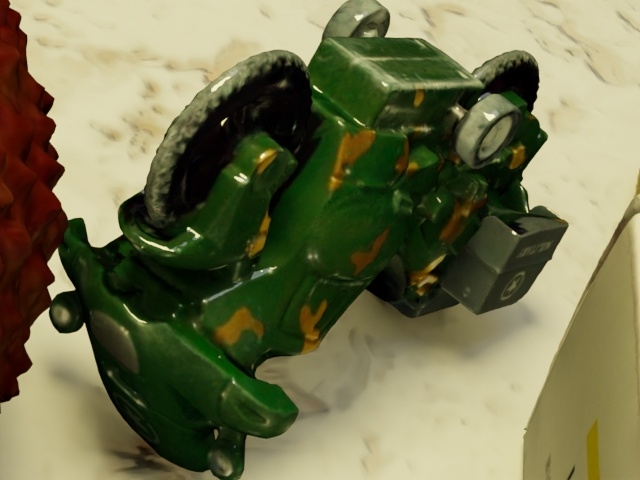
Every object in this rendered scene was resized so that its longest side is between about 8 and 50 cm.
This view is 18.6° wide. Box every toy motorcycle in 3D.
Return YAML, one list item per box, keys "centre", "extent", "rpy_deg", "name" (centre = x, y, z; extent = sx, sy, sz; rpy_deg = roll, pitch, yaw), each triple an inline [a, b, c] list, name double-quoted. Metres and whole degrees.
- centre: [0.000, 0.000, 0.795]
  extent: [0.125, 0.187, 0.274]
  rpy_deg: [40, 26, 24]
  name: "toy motorcycle"

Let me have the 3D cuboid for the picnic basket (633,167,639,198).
- centre: [0.232, -0.004, 0.938]
  extent: [0.164, 0.079, 0.115]
  rpy_deg: [21, 41, 2]
  name: "picnic basket"

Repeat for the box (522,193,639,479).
- centre: [0.170, 0.152, 0.695]
  extent: [0.173, 0.145, 0.333]
  rpy_deg: [15, 42, -7]
  name: "box"

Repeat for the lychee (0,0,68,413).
- centre: [-0.213, -0.020, 0.666]
  extent: [0.264, 0.300, 0.264]
  rpy_deg: [0, 88, -17]
  name: "lychee"
